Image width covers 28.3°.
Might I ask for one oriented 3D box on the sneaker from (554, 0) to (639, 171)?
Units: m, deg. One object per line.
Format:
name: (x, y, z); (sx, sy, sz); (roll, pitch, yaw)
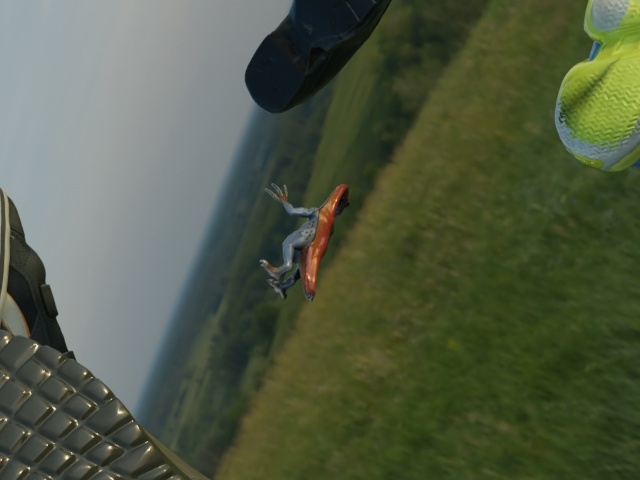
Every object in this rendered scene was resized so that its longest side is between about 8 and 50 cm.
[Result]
sneaker: (0.234, -0.153, 0.834); (0.240, 0.091, 0.126); (-61, -29, 5)

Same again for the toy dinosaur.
toy dinosaur: (0.000, 0.000, 0.789); (0.082, 0.090, 0.047); (-44, -42, -16)

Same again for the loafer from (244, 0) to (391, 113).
loafer: (0.011, -0.164, 0.931); (0.170, 0.062, 0.061); (-43, -13, 35)

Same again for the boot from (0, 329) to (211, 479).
boot: (-0.065, 0.138, 0.513); (0.083, 0.246, 0.161); (-56, -19, -24)

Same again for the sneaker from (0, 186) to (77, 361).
sneaker: (-0.280, 0.111, 1.118); (0.126, 0.127, 0.321); (-17, 67, 48)
